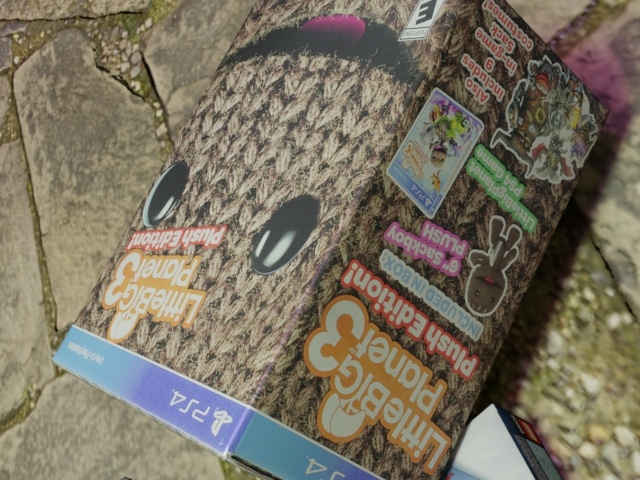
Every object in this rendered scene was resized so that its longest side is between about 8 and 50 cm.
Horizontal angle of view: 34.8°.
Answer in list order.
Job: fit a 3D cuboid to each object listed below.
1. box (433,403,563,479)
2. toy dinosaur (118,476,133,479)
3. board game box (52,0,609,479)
[{"bbox_3d":[0.054,0.225,0.565,0.233,0.044,0.159,-43,43,18],"label":"box"},{"bbox_3d":[-0.173,0.315,0.666,0.218,0.164,0.322,12,65,32],"label":"toy dinosaur"},{"bbox_3d":[0.000,0.000,0.642,0.232,0.141,0.291,10,69,54],"label":"board game box"}]
